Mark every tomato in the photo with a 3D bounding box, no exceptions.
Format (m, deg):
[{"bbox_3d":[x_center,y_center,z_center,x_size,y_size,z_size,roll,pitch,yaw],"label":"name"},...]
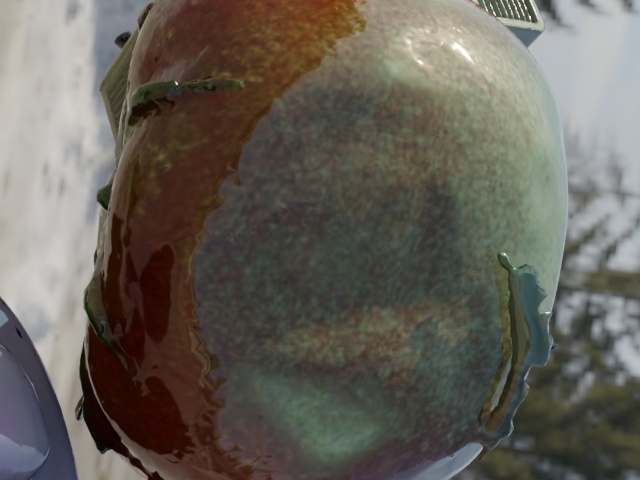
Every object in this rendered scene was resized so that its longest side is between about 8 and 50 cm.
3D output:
[{"bbox_3d":[0.000,0.000,1.028,0.303,0.239,0.303,-170,-90,-82],"label":"tomato"}]

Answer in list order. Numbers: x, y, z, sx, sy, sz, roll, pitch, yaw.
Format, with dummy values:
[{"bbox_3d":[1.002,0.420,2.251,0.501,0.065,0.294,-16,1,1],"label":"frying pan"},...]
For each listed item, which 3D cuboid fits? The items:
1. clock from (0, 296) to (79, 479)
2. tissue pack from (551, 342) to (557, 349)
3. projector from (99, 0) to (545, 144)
[{"bbox_3d":[-0.233,0.155,1.025,0.295,0.113,0.322,-37,-120,42],"label":"clock"},{"bbox_3d":[0.081,0.044,1.283,0.028,0.138,0.085,-64,-152,19],"label":"tissue pack"},{"bbox_3d":[0.005,-0.134,1.289,0.193,0.270,0.088,-45,-122,55],"label":"projector"}]
